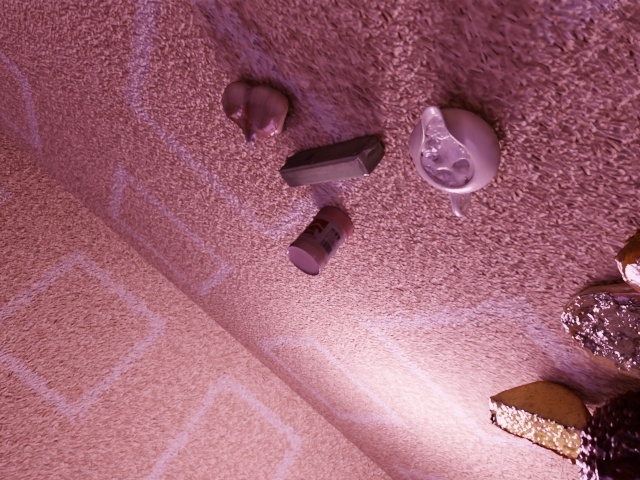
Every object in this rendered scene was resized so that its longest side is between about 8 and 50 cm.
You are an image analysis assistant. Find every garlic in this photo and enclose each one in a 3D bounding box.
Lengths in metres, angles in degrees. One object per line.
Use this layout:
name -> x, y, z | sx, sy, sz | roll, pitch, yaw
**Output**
garlic -> -0.137, -0.266, 0.930 | 0.175, 0.099, 0.124 | 26, 133, 22

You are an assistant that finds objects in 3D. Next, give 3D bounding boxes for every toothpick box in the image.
toothpick box -> 0.000, 0.000, 1.079 | 0.099, 0.149, 0.098 | 28, 148, 19

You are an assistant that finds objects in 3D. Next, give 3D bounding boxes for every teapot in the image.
teapot -> 0.216, -0.135, 0.719 | 0.145, 0.092, 0.226 | 12, 142, 42

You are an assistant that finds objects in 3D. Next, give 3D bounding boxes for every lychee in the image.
lychee -> 0.637, 0.418, 0.804 | 0.331, 0.305, 0.306 | 8, 155, -17

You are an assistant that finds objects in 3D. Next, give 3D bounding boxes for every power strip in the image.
power strip -> 0.018, -0.158, 0.918 | 0.272, 0.078, 0.052 | 0, 134, 47

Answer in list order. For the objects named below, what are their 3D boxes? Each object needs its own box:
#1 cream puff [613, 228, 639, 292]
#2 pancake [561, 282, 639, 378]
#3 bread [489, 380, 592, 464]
cream puff -> 0.498, 0.030, 0.623 | 0.144, 0.103, 0.126 | 40, 163, -2
pancake -> 0.576, 0.175, 0.785 | 0.283, 0.049, 0.282 | 29, 149, 19
bread -> 0.542, 0.413, 1.063 | 0.260, 0.134, 0.129 | 2, 122, 51
